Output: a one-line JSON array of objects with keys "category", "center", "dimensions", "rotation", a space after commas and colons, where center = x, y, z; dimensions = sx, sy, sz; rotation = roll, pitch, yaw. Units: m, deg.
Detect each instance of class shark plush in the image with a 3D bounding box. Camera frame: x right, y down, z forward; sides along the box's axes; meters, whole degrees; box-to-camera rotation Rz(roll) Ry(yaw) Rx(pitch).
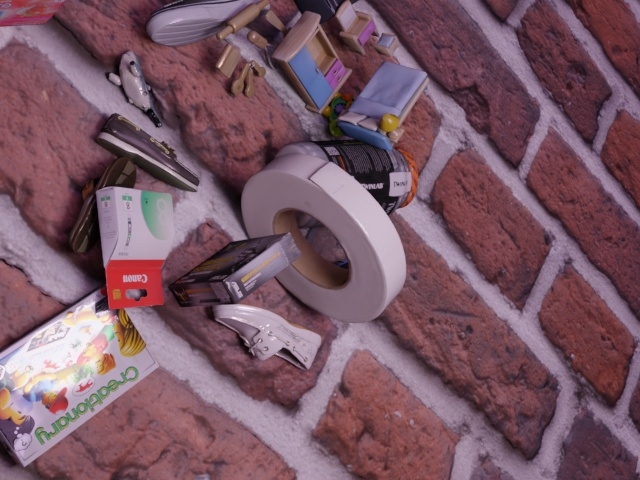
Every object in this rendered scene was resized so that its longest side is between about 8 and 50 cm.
[{"category": "shark plush", "center": [-0.362, -0.312, 1.603], "dimensions": [0.161, 0.073, 0.067], "rotation": [53, 27, -11]}]

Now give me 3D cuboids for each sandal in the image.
[{"category": "sandal", "center": [-0.432, -0.075, 1.508], "dimensions": [0.219, 0.060, 0.090], "rotation": [-65, 157, -20]}]

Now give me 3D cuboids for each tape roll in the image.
[{"category": "tape roll", "center": [0.000, 0.000, 1.600], "dimensions": [0.072, 0.392, 0.392], "rotation": [-42, 107, -32]}]

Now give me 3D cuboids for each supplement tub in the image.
[{"category": "supplement tub", "center": [0.059, -0.135, 1.785], "dimensions": [0.315, 0.193, 0.194], "rotation": [-8, 87, -35]}]

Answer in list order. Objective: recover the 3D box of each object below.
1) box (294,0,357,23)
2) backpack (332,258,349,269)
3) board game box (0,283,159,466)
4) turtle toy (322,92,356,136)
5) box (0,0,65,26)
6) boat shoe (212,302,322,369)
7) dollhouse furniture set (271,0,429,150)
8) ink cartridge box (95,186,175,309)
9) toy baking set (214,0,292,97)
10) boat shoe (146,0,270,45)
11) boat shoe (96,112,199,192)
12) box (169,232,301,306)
[{"category": "box", "center": [0.030, -0.637, 1.898], "dimensions": [0.207, 0.108, 0.153], "rotation": [-39, 106, -33]}, {"category": "backpack", "center": [0.057, 0.095, 1.812], "dimensions": [0.114, 0.084, 0.105], "rotation": [-25, 97, -30]}, {"category": "board game box", "center": [-0.471, 0.240, 1.433], "dimensions": [0.305, 0.053, 0.193], "rotation": [-37, 104, -34]}, {"category": "turtle toy", "center": [0.057, -0.302, 1.888], "dimensions": [0.095, 0.066, 0.130], "rotation": [41, 62, -23]}, {"category": "box", "center": [-0.625, -0.467, 1.379], "dimensions": [0.299, 0.154, 0.142], "rotation": [-16, 92, -37]}, {"category": "boat shoe", "center": [-0.114, 0.209, 1.664], "dimensions": [0.277, 0.098, 0.096], "rotation": [26, 68, -31]}, {"category": "dollhouse furniture set", "center": [0.103, -0.397, 1.728], "dimensions": [0.286, 0.303, 0.198], "rotation": [-55, 144, -11]}, {"category": "ink cartridge box", "center": [-0.348, 0.014, 1.509], "dimensions": [0.181, 0.056, 0.225], "rotation": [3, 77, -66]}, {"category": "toy baking set", "center": [-0.146, -0.434, 1.732], "dimensions": [0.256, 0.030, 0.197], "rotation": [-50, 149, -26]}, {"category": "boat shoe", "center": [-0.256, -0.510, 1.684], "dimensions": [0.335, 0.121, 0.119], "rotation": [-31, 93, -46]}, {"category": "boat shoe", "center": [-0.336, -0.175, 1.579], "dimensions": [0.227, 0.081, 0.069], "rotation": [31, 70, -25]}, {"category": "box", "center": [-0.174, 0.061, 1.563], "dimensions": [0.183, 0.231, 0.056], "rotation": [-38, 108, -33]}]
